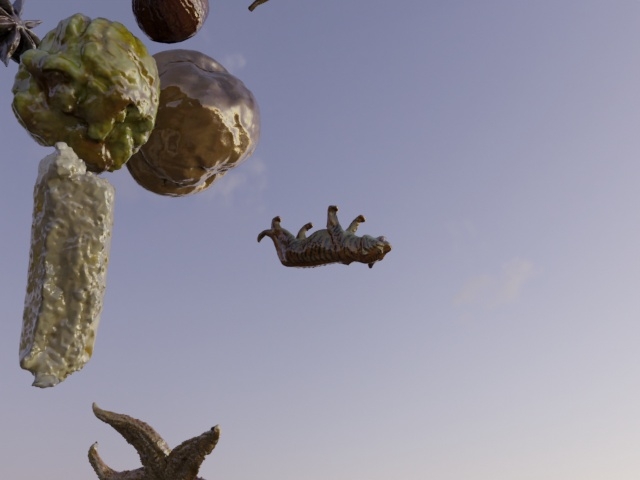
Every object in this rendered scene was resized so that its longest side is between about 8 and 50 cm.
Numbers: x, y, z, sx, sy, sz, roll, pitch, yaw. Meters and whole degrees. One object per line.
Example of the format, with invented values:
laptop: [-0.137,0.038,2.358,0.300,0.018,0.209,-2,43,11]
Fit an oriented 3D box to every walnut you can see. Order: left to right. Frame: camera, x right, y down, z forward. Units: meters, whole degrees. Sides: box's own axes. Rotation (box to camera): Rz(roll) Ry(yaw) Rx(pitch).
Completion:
walnut: [-0.330,-0.287,1.637,0.384,0.383,0.383,-2,-28,-1]

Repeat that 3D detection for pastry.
pastry: [-0.281,0.024,0.727,0.089,0.258,0.122,10,-6,-32]

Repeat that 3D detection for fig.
fig: [-0.292,-0.469,1.209,0.146,0.133,0.201,-3,-42,10]

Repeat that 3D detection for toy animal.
toy animal: [0.000,0.000,1.067,0.242,0.099,0.056,-6,-32,22]

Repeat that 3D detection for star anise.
star anise: [-0.650,-0.438,1.368,0.061,0.180,0.204,-18,-54,20]

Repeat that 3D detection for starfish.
starfish: [-0.246,0.382,1.088,0.303,0.299,0.060,-20,-1,24]

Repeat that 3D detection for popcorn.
popcorn: [-0.426,-0.279,1.225,0.282,0.247,0.281,-4,-65,-8]

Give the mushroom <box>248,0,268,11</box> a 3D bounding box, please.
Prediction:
mushroom: [-0.013,-0.478,1.165,0.286,0.025,0.028,-23,-24,21]
